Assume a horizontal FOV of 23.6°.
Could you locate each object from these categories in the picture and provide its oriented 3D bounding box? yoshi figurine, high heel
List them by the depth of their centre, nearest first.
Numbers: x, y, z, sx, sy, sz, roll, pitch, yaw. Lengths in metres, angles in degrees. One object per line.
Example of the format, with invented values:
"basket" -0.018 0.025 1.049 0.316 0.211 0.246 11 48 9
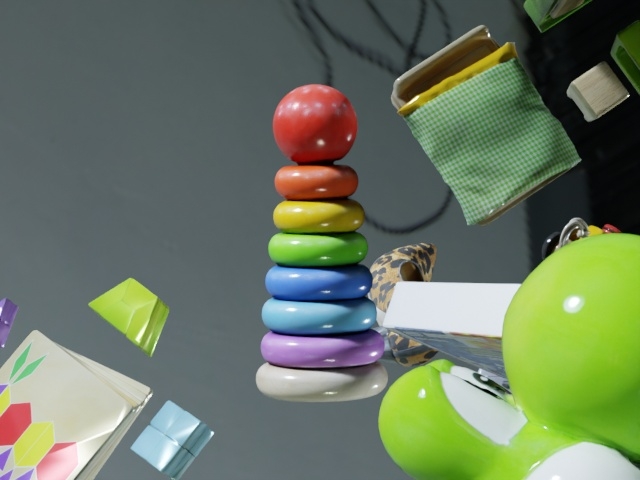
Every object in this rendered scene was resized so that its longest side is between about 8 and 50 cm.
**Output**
"yoshi figurine" 0.208 0.121 0.705 0.362 0.203 0.203 29 62 12
"high heel" 0.137 0.076 1.966 0.261 0.186 0.093 -47 119 -42

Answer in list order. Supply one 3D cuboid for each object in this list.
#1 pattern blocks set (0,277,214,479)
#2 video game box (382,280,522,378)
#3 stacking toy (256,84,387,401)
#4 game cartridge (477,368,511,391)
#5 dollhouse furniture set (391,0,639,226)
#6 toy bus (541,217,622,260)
"pattern blocks set" -0.222 0.150 1.185 0.285 0.325 0.026 -46 129 -4
"video game box" 0.172 0.083 1.171 0.187 0.205 0.048 21 81 -20
"stacking toy" 0.000 0.000 1.629 0.141 0.141 0.330 -2 93 -36
"game cartridge" 0.332 0.195 1.863 0.297 0.198 0.062 0 71 1
"dollhouse furniture set" 0.252 -0.182 1.738 0.301 0.151 0.197 -34 85 -10
"toy bus" 0.307 0.039 1.777 0.191 0.104 0.202 -15 117 -34
